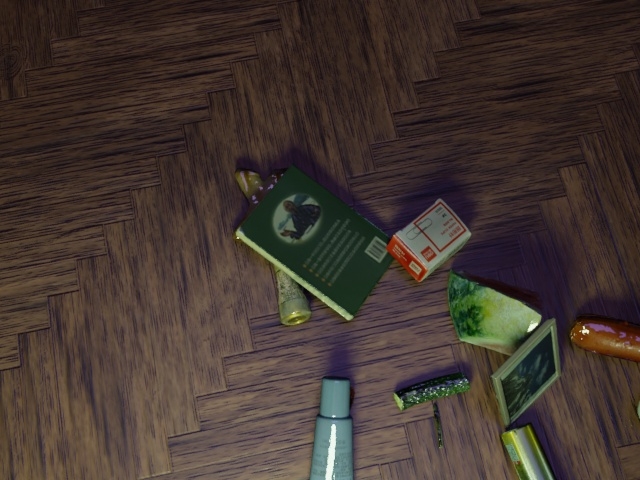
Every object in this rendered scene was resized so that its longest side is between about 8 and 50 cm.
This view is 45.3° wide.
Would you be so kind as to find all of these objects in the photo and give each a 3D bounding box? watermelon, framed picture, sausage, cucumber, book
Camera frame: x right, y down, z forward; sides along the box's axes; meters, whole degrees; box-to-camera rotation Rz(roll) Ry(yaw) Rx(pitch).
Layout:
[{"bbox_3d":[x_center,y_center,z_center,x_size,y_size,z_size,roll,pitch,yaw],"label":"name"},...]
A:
[{"bbox_3d":[0.453,0.169,1.913,0.310,0.231,0.193,3,67,47],"label":"watermelon"},{"bbox_3d":[0.493,0.319,1.821,0.209,0.281,0.019,-42,51,-12],"label":"framed picture"},{"bbox_3d":[0.796,0.255,1.930,0.330,0.102,0.102,15,72,4],"label":"sausage"},{"bbox_3d":[0.275,0.372,1.904,0.187,0.058,0.058,-15,73,-4],"label":"cucumber"},{"bbox_3d":[0.000,0.000,1.983,0.370,0.043,0.260,37,63,2],"label":"book"}]

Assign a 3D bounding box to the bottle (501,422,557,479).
[{"bbox_3d":[0.526,0.584,1.826,0.082,0.082,0.286,-19,74,-7],"label":"bottle"}]

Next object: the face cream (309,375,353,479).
[{"bbox_3d":[0.028,0.518,1.819,0.135,0.086,0.386,3,88,-1],"label":"face cream"}]

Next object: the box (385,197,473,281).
[{"bbox_3d":[0.282,-0.002,1.982,0.182,0.099,0.133,-35,76,-25],"label":"box"}]

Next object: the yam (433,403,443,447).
[{"bbox_3d":[0.291,0.458,1.895,0.014,0.014,0.107,-5,72,-3],"label":"yam"}]

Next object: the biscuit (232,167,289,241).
[{"bbox_3d":[-0.150,-0.095,2.046,0.164,0.047,0.208,0,72,0],"label":"biscuit"}]

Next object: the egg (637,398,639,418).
[{"bbox_3d":[0.841,0.405,1.879,0.135,0.103,0.103,-30,75,-9],"label":"egg"}]

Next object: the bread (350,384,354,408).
[{"bbox_3d":[0.045,0.387,1.892,0.084,0.053,0.085,0,72,-1],"label":"bread"}]

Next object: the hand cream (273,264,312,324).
[{"bbox_3d":[-0.085,0.114,1.972,0.083,0.084,0.203,-14,65,-6],"label":"hand cream"}]
